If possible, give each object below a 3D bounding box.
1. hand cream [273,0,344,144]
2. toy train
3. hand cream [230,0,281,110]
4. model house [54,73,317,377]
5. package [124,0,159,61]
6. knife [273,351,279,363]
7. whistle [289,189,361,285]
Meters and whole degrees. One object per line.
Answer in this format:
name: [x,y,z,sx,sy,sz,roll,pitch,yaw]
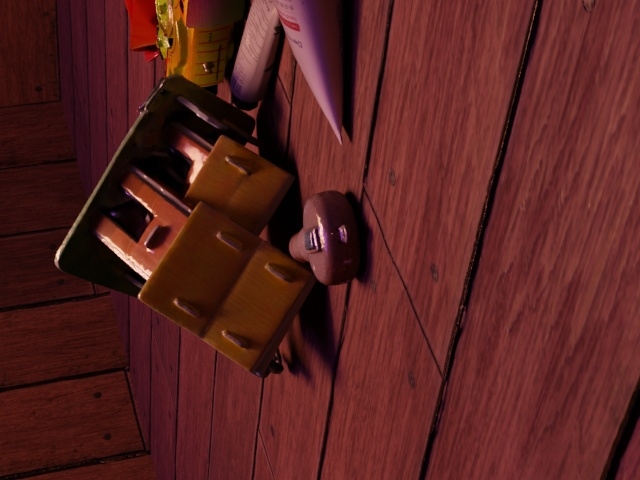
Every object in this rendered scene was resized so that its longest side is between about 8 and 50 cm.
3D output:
hand cream: [-0.011,-0.237,1.620,0.133,0.083,0.248,-113,11,-49]
toy train: [-0.171,-0.308,2.115,0.296,0.100,0.161,103,153,-55]
hand cream: [-0.076,-0.254,1.908,0.234,0.050,0.080,110,149,-53]
model house: [-0.093,0.018,1.982,0.323,0.340,0.300,37,96,37]
package: [-0.237,-0.464,2.229,0.423,0.123,0.196,106,150,-56]
knife: [-0.114,0.035,2.218,0.081,0.043,0.336,111,146,-73]
whistle: [0.000,0.000,1.729,0.220,0.057,0.107,166,94,-77]
